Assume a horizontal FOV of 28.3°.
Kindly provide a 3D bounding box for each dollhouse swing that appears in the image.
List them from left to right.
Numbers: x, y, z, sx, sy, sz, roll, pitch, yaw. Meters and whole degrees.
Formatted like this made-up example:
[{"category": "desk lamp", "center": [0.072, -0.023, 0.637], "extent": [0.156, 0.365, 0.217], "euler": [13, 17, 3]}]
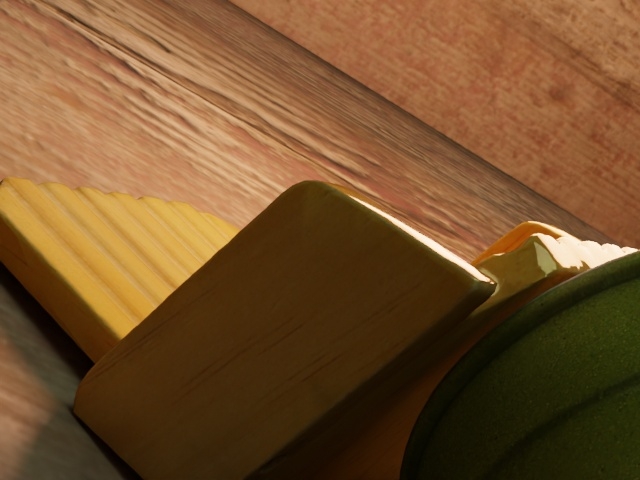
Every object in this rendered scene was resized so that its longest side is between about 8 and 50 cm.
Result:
[{"category": "dollhouse swing", "center": [0.000, 0.000, 0.873], "extent": [0.347, 0.315, 0.305], "euler": [7, 46, -57]}]

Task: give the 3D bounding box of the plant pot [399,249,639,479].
[{"category": "plant pot", "center": [0.242, 0.242, 0.629], "extent": [0.366, 0.366, 0.353], "euler": [29, 30, -24]}]
